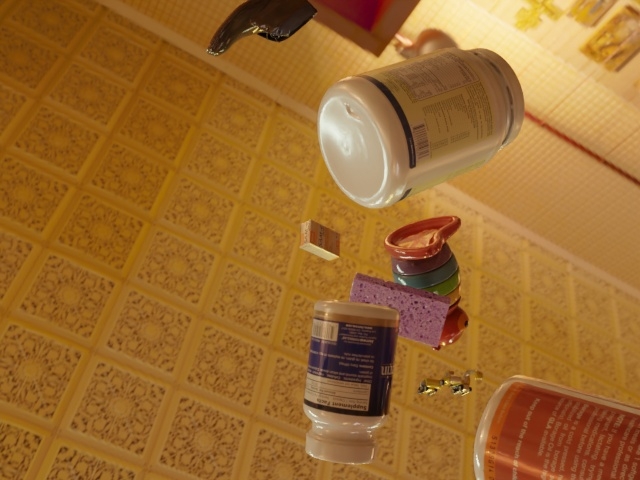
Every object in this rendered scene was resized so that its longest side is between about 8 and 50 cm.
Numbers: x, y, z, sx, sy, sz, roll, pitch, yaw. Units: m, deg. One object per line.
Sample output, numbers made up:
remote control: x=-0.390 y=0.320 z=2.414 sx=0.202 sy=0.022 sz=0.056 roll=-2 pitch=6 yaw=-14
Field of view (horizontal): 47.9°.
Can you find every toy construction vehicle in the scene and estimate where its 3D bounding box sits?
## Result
toy construction vehicle: x=0.232 y=0.252 z=1.294 sx=0.085 sy=0.098 sz=0.035 roll=10 pitch=-120 yaw=-20

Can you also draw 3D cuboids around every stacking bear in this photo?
stacking bear: x=0.260 y=0.111 z=1.658 sx=0.175 sy=0.164 sz=0.289 roll=-41 pitch=-62 yaw=-46

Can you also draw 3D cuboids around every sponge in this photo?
sponge: x=0.164 y=0.148 z=1.537 sx=0.210 sy=0.117 sz=0.031 roll=15 pitch=-148 yaw=7

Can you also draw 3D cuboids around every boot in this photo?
boot: x=-0.109 y=-0.402 z=1.354 sx=0.219 sy=0.082 sz=0.106 roll=-45 pitch=-85 yaw=0

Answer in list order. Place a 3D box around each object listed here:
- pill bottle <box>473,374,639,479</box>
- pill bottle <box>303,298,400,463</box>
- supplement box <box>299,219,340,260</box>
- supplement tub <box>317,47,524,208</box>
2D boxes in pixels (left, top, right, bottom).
pill bottle: x=0.253 y=0.199 z=0.618 sx=0.121 sy=0.216 sz=0.121 roll=-13 pitch=-73 yaw=-47
pill bottle: x=0.050 y=0.240 z=1.249 sx=0.153 sy=0.153 sz=0.265 roll=8 pitch=-93 yaw=-28
supplement box: x=0.000 y=0.000 z=1.652 sx=0.098 sy=0.036 sz=0.062 roll=24 pitch=-123 yaw=-38
supplement tub: x=0.184 y=-0.214 z=1.307 sx=0.324 sy=0.235 sz=0.235 roll=-23 pitch=-108 yaw=-27
